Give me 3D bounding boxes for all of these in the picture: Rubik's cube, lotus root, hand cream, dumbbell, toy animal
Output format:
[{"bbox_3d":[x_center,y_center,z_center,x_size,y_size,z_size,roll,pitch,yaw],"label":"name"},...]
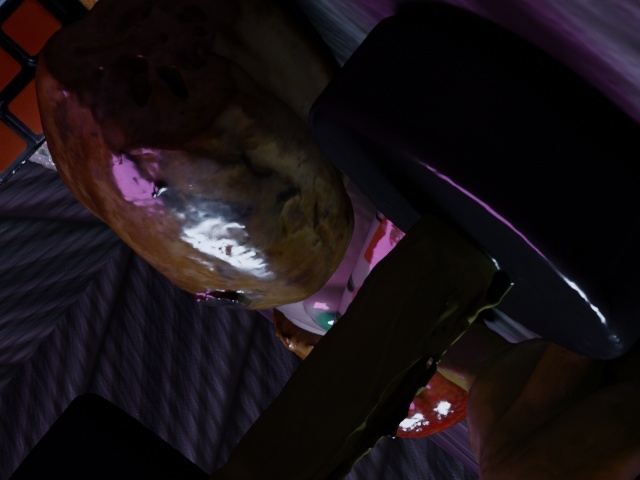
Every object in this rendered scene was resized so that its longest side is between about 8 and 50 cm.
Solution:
[{"bbox_3d":[-0.298,-0.175,1.273,0.160,0.163,0.162,42,-170,-22],"label":"Rubik's cube"},{"bbox_3d":[-0.057,-0.050,0.902,0.193,0.193,0.291,35,170,26],"label":"lotus root"},{"bbox_3d":[0.055,0.028,0.990,0.080,0.050,0.234,36,138,12],"label":"hand cream"},{"bbox_3d":[0.015,0.068,0.694,0.203,0.322,0.204,38,173,6],"label":"dumbbell"},{"bbox_3d":[0.180,0.122,0.934,0.181,0.180,0.363,49,-168,-21],"label":"toy animal"}]

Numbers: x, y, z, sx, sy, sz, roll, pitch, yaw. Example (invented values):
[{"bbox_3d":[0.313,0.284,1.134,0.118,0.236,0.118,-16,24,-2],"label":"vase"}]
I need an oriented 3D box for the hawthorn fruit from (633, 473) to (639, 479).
[{"bbox_3d":[0.226,0.186,0.565,0.316,0.316,0.316,38,173,6],"label":"hawthorn fruit"}]

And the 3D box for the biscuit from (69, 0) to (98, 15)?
[{"bbox_3d":[-0.186,-0.204,1.199,0.206,0.025,0.126,40,173,7],"label":"biscuit"}]

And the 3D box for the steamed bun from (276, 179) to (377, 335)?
[{"bbox_3d":[0.000,0.000,1.129,0.228,0.131,0.177,42,170,-11],"label":"steamed bun"}]

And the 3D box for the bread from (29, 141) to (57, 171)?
[{"bbox_3d":[-0.309,-0.188,1.466,0.158,0.156,0.260,-6,153,46],"label":"bread"}]

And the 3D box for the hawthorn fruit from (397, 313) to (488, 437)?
[{"bbox_3d":[0.096,0.101,1.315,0.162,0.163,0.203,37,-169,15],"label":"hawthorn fruit"}]

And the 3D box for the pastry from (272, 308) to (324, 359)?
[{"bbox_3d":[0.057,0.129,1.713,0.236,0.121,0.257,38,172,-31],"label":"pastry"}]
